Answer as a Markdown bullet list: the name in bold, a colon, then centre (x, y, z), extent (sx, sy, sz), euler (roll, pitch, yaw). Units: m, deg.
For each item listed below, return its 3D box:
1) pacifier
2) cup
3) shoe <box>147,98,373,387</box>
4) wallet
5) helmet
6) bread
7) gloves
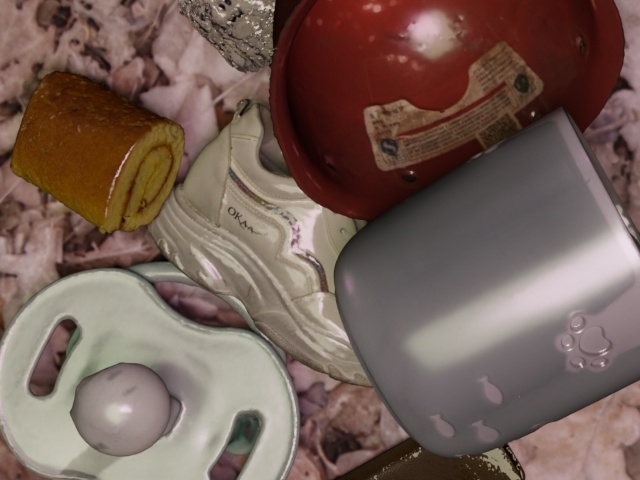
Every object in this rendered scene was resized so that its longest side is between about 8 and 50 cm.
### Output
- **pacifier**: centre (-0.183, 0.159, 1.783), extent (0.343, 0.269, 0.288), euler (24, 88, 3)
- **cup**: centre (0.191, 0.069, 1.656), extent (0.275, 0.357, 0.259), euler (-28, 61, 10)
- **shoe**: centre (0.000, 0.000, 1.776), extent (0.342, 0.132, 0.210), euler (35, 109, 7)
- **wallet**: centre (0.115, 0.265, 1.859), extent (0.198, 0.031, 0.110), euler (-31, 95, 17)
- **helmet**: centre (0.086, -0.220, 1.635), extent (0.338, 0.230, 0.385), euler (-27, 138, 7)
- **bread**: centre (-0.233, -0.094, 1.793), extent (0.172, 0.103, 0.132), euler (29, 101, 37)
- **gloves**: centre (-0.079, -0.236, 1.775), extent (0.153, 0.070, 0.114), euler (38, 106, 0)
